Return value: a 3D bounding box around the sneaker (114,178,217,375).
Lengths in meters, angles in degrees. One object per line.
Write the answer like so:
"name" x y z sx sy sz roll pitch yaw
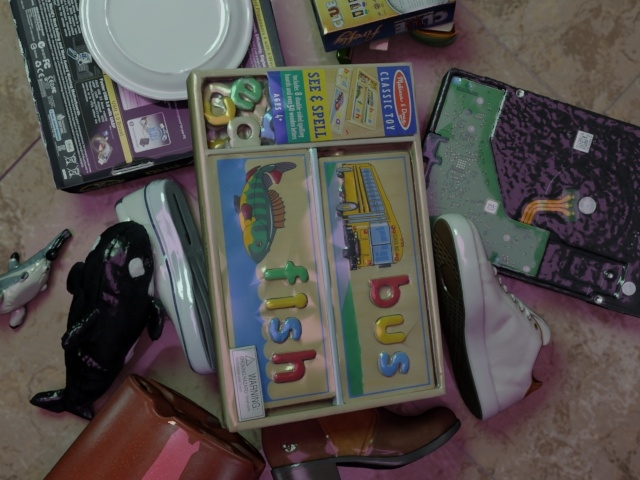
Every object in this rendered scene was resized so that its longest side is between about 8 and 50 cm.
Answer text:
"sneaker" -0.193 0.053 0.984 0.091 0.094 0.258 -18 86 18

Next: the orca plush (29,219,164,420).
"orca plush" -0.296 0.110 0.931 0.151 0.102 0.287 44 113 13

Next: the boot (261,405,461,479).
"boot" 0.025 0.166 0.985 0.264 0.096 0.280 -15 74 -15

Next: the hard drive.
"hard drive" 0.288 -0.060 0.988 0.339 0.064 0.237 17 90 -1

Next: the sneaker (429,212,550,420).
"sneaker" 0.214 0.082 0.950 0.123 0.106 0.290 -21 118 -9

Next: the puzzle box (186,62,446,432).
"puzzle box" 0.000 0.000 0.894 0.272 0.052 0.409 -7 89 -18

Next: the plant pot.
"plant pot" -0.218 0.321 0.902 0.272 0.272 0.265 33 83 -1

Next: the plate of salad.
"plate of salad" -0.180 -0.263 0.897 0.200 0.048 0.200 0 89 -11

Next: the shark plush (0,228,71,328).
"shark plush" -0.396 0.040 0.992 0.161 0.073 0.067 -49 60 5

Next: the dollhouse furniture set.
"dollhouse furniture set" 0.100 -0.252 0.981 0.152 0.076 0.058 9 89 9

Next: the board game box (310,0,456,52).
"board game box" 0.054 -0.366 0.956 0.165 0.042 0.243 -14 70 -1

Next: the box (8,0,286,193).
"box" -0.221 -0.287 0.968 0.318 0.097 0.395 -15 90 2
